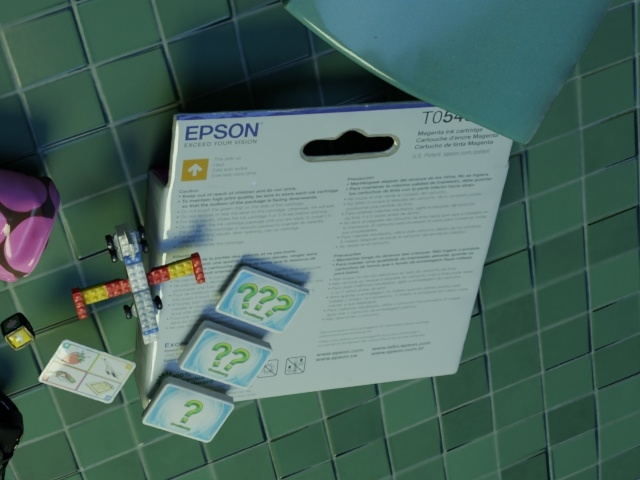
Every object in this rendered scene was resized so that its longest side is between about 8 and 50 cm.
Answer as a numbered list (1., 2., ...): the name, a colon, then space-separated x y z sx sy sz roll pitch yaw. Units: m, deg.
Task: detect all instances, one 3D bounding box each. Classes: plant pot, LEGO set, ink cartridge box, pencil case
1. plant pot: 0.082 -0.212 1.232 0.234 0.166 0.165 15 117 -27
2. LEGO set: -0.145 0.085 1.340 0.244 0.060 0.182 23 112 -32
3. ink cartridge box: 0.000 0.000 1.414 0.324 0.071 0.330 -5 126 -20
4. pencil case: -0.316 -0.019 1.233 0.209 0.095 0.098 8 86 -29

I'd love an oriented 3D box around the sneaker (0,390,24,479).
1. sneaker: -0.323 0.210 1.399 0.146 0.102 0.293 -29 133 -4
